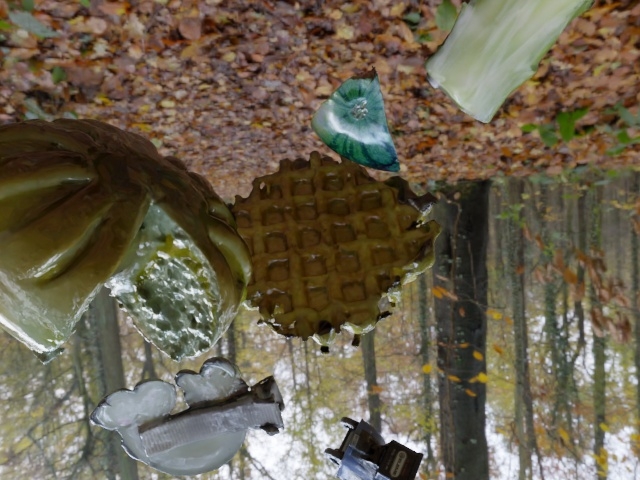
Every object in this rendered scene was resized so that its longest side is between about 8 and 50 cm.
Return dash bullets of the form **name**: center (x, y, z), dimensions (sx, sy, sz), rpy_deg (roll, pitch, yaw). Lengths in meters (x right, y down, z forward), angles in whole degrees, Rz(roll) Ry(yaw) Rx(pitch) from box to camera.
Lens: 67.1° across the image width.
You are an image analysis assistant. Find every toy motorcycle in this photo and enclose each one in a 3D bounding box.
- **toy motorcycle**: center (0.120, 0.524, 1.118), dimensions (0.212, 0.125, 0.359), rpy_deg (25, 152, 17)

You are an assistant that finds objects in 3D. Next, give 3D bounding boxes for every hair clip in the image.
- **hair clip**: center (-0.120, 0.176, 0.465), dimensions (0.172, 0.116, 0.049), rpy_deg (-16, -168, 0)

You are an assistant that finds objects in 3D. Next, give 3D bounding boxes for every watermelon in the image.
- **watermelon**: center (0.072, -0.164, 0.774), dimensions (0.128, 0.146, 0.231), rpy_deg (-33, 180, 8)

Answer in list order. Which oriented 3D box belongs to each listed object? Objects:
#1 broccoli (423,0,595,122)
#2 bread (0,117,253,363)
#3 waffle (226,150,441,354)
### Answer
- **broccoli**: center (0.236, -0.235, 0.377), dimensions (0.251, 0.221, 0.362), rpy_deg (12, 141, 4)
- **bread**: center (-0.227, -0.019, 0.550), dimensions (0.160, 0.333, 0.333), rpy_deg (-43, 162, 30)
- **waffle**: center (0.000, 0.000, 0.859), dimensions (0.382, 0.095, 0.379), rpy_deg (32, -118, 30)
